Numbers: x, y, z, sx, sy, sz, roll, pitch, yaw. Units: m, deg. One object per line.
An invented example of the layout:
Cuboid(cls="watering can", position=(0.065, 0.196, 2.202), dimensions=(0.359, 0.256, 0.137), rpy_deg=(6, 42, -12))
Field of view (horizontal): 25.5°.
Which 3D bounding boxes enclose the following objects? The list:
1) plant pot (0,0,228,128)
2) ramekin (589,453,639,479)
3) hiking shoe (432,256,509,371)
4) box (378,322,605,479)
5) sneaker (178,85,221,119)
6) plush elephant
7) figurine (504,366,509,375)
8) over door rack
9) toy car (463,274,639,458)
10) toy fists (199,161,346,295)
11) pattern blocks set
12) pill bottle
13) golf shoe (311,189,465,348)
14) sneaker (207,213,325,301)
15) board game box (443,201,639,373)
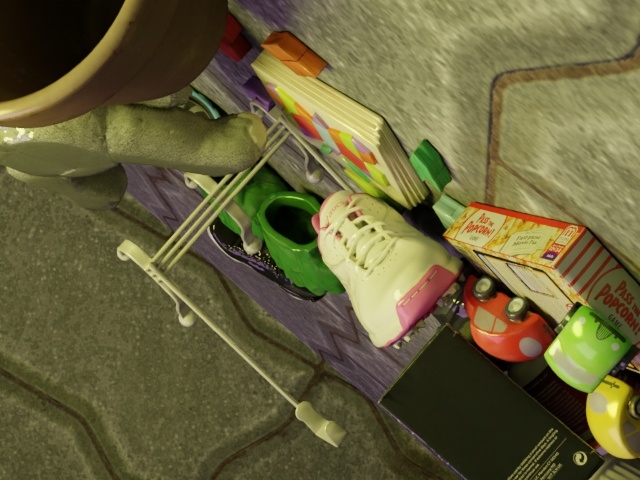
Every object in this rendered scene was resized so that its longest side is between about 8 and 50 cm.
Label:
Cuboid(cls="plant pot", position=(-0.188, -0.202, 1.128), dimensions=(0.263, 0.263, 0.229), rpy_deg=(37, -172, 23))
Cuboid(cls="ramekin", position=(0.357, 0.355, 1.638), dimensions=(0.109, 0.207, 0.207), rpy_deg=(22, 162, 39))
Cuboid(cls="hiking shoe", position=(0.183, 0.112, 1.527), dimensions=(0.114, 0.086, 0.227), rpy_deg=(40, 171, 29))
Cuboid(cls="box", position=(0.159, 0.182, 1.356), dimensions=(0.184, 0.103, 0.261), rpy_deg=(43, 178, 10))
Cuboid(cls="sneaker", position=(-0.187, -0.163, 1.782), dimensions=(0.188, 0.078, 0.067), rpy_deg=(40, 172, 4))
Cuboid(cls="plush elephant", position=(-0.250, -0.194, 1.379), dimensions=(0.330, 0.255, 0.272), rpy_deg=(13, 161, -40))
Cuboid(cls="figurine", position=(0.249, 0.224, 1.696), dimensions=(0.209, 0.092, 0.215), rpy_deg=(61, -177, -48))
Cuboid(cls="over door rack", position=(-0.033, 0.034, 1.560), dimensions=(0.324, 0.239, 0.108), rpy_deg=(43, 169, -12))
Cuboid(cls="toy car", position=(0.207, 0.102, 1.166), dimensions=(0.239, 0.053, 0.225), rpy_deg=(39, 171, 11))
Cuboid(cls="toy fists", position=(-0.060, -0.033, 1.852), dimensions=(0.279, 0.096, 0.142), rpy_deg=(37, 161, 31))
Cuboid(cls="pattern blocks set", position=(0.015, -0.107, 1.358), dimensions=(0.325, 0.026, 0.285), rpy_deg=(32, 168, 44))
Cuboid(cls="pill bottle", position=(0.239, 0.131, 1.379), dimensions=(0.152, 0.086, 0.086), rpy_deg=(40, 172, -1))
Cuboid(cls="golf shoe", position=(0.051, 0.020, 1.368), dimensions=(0.140, 0.115, 0.306), rpy_deg=(44, 179, -6))
Cuboid(cls="sneaker", position=(-0.075, 0.018, 2.261), dimensions=(0.217, 0.079, 0.121), rpy_deg=(34, 170, -13))
Cuboid(cls="board game box", position=(0.205, 0.040, 1.204), dimensions=(0.147, 0.045, 0.193), rpy_deg=(44, 171, -21))
